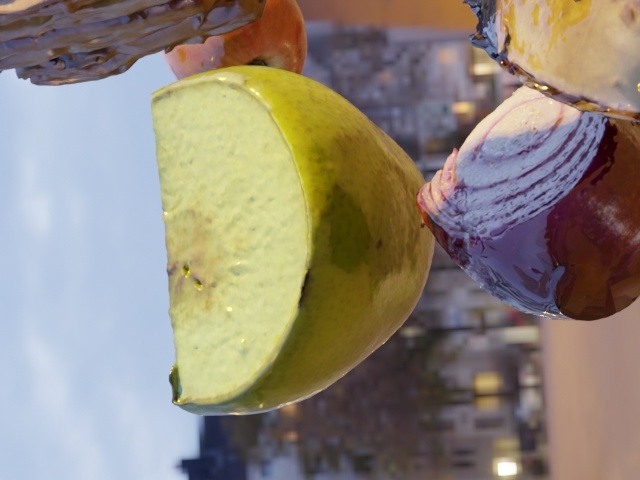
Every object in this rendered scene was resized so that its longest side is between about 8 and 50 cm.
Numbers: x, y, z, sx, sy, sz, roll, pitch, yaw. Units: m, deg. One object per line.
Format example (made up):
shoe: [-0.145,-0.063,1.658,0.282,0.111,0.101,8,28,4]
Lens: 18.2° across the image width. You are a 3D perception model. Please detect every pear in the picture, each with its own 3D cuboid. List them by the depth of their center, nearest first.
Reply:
pear: [0.000,0.000,2.014,0.318,0.238,0.342,6,-104,-53]

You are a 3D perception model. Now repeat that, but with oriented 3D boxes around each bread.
bread: [-0.167,-0.279,1.648,0.191,0.314,0.370,52,-140,-39]

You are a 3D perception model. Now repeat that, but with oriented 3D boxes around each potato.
potato: [0.275,-0.311,1.647,0.397,0.290,0.296,-45,-38,-53]

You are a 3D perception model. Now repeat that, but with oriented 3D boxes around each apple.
apple: [-0.111,-0.244,2.355,0.199,0.199,0.199,-4,-90,-85]

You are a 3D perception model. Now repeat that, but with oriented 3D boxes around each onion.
onion: [0.238,-0.020,1.832,0.207,0.216,0.206,38,-168,-37]
